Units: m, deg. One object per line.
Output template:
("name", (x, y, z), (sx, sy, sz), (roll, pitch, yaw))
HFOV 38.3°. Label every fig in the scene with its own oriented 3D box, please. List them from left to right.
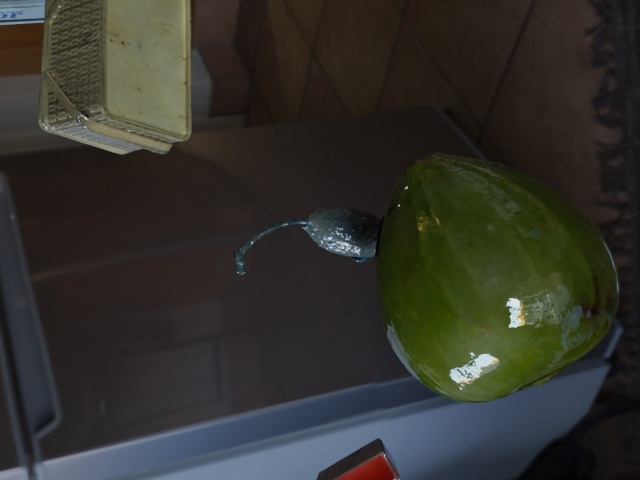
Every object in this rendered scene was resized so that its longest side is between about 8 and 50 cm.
("fig", (0.201, 0.034, 1.139), (0.316, 0.316, 0.316), (171, 90, -67))

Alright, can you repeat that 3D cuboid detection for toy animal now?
("toy animal", (-0.005, -0.009, 1.315), (0.079, 0.253, 0.070), (-118, 33, -43))

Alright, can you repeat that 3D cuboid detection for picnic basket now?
("picnic basket", (-0.181, -0.163, 0.825), (0.079, 0.115, 0.164), (-7, 78, 34))

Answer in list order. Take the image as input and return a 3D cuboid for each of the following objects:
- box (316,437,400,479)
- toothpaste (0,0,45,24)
("box", (0.055, 0.361, 1.412), (0.050, 0.123, 0.229), (59, 178, 7))
("toothpaste", (-0.327, -0.298, 1.057), (0.067, 0.337, 0.081), (164, 98, -72))
